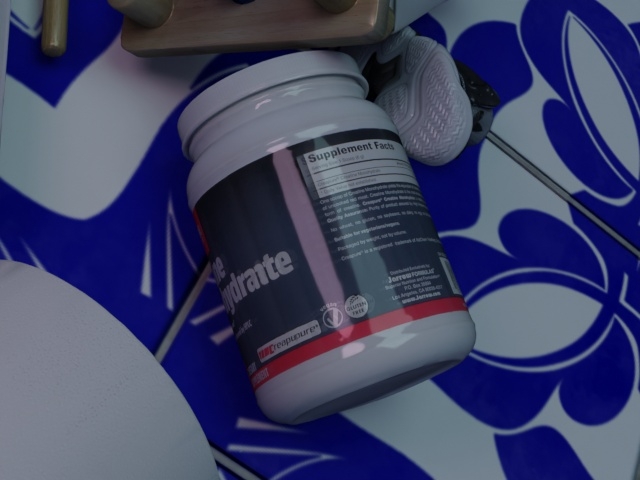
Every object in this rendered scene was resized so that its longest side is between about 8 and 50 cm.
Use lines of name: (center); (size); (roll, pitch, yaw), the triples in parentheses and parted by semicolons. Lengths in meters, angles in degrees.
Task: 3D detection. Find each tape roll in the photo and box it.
tape roll: (-0.207, 0.157, 0.731); (0.246, 0.246, 0.169); (50, 50, -2)

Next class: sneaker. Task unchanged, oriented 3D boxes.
sneaker: (0.118, -0.130, 1.127); (0.153, 0.101, 0.268); (29, 18, -29)

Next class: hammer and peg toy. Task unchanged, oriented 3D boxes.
hammer and peg toy: (-0.096, -0.278, 1.017); (0.127, 0.361, 0.266); (23, 70, -60)

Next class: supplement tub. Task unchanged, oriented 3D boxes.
supplement tub: (0.000, 0.000, 0.979); (0.191, 0.191, 0.272); (-10, 73, -36)

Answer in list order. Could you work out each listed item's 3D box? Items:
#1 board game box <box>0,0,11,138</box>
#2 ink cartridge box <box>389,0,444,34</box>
board game box: (-0.416, -0.241, 0.842); (0.390, 0.050, 0.390); (16, 56, -33)
ink cartridge box: (0.070, -0.330, 1.176); (0.201, 0.117, 0.278); (23, 43, 31)
